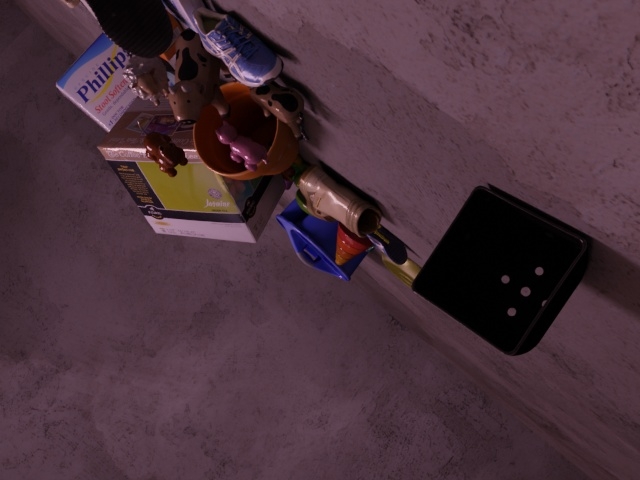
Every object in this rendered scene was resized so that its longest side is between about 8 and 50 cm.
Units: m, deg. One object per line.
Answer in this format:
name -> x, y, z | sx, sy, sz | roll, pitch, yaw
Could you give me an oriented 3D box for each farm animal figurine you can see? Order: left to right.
farm animal figurine -> -0.213, -0.287, 1.316 | 0.172, 0.330, 0.327 | 64, -172, -65

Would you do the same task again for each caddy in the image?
caddy -> 0.000, 0.000, 2.197 | 0.241, 0.179, 0.341 | 34, 172, 47

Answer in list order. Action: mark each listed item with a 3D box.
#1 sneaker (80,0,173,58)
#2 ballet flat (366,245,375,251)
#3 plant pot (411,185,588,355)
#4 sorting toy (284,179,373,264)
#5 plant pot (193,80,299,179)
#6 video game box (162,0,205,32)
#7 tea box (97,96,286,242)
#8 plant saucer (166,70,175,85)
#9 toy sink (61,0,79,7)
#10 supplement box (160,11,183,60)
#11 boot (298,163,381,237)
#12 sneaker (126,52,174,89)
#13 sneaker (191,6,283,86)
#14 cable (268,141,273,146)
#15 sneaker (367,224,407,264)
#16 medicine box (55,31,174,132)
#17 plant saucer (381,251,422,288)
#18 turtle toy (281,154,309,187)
sneaker -> -0.391, -0.470, 1.212 | 0.330, 0.122, 0.146 | 45, -169, -37
ballet flat -> 0.147, 0.011, 2.064 | 0.041, 0.041, 0.114 | 40, 173, 4
plant pot -> 0.284, 0.059, 1.030 | 0.188, 0.187, 0.167 | 35, -176, 35
sorting toy -> -0.016, -0.054, 1.964 | 0.365, 0.126, 0.127 | 38, -151, 16
plant pot -> -0.142, -0.223, 1.501 | 0.205, 0.205, 0.188 | 37, -172, 22
video game box -> -0.299, -0.482, 1.208 | 0.187, 0.048, 0.205 | 41, 174, 17
tea box -> -0.313, -0.186, 1.736 | 0.329, 0.220, 0.323 | 6, 142, 26
plant saucer -> -0.356, -0.425, 1.960 | 0.195, 0.037, 0.195 | 40, 173, 6
toy sink -> -0.499, -0.564, 1.330 | 0.131, 0.153, 0.234 | 38, 172, 13
supplement box -> -0.367, -0.483, 1.457 | 0.078, 0.080, 0.233 | 36, 170, 17
boot -> 0.063, -0.074, 1.734 | 0.203, 0.095, 0.262 | 36, 170, 23
sneaker -> -0.517, -0.503, 1.958 | 0.087, 0.130, 0.227 | 35, 170, 28
sneaker -> -0.151, -0.338, 1.195 | 0.211, 0.080, 0.081 | 36, 175, 27
cable -> -0.161, -0.287, 1.838 | 0.139, 0.072, 0.287 | 58, 158, -8
sneaker -> 0.175, 0.007, 1.813 | 0.144, 0.053, 0.059 | 47, 174, 12
medicine box -> -0.614, -0.469, 2.125 | 0.289, 0.263, 0.149 | 41, 173, -14
plant saucer -> 0.266, 0.105, 2.016 | 0.241, 0.037, 0.241 | 40, 174, 5
turtle toy -> -0.067, -0.184, 1.818 | 0.130, 0.066, 0.095 | 35, 172, 38
